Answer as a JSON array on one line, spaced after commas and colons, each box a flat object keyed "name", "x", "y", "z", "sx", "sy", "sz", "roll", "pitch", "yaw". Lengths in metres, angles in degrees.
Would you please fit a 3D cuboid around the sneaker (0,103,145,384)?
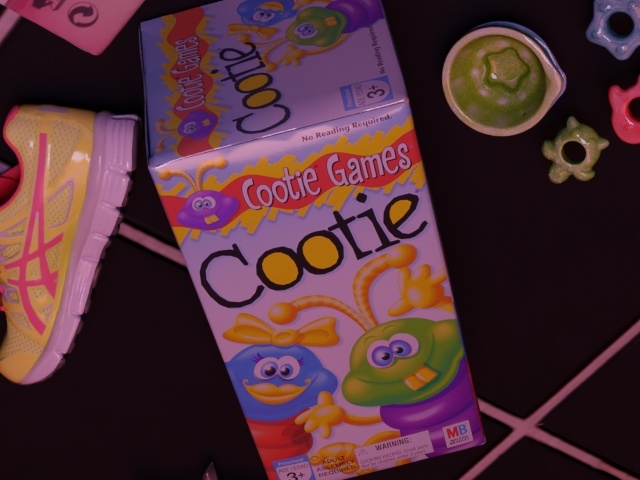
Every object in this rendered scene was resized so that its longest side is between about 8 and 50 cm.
[{"name": "sneaker", "x": -0.178, "y": -0.002, "z": 0.955, "sx": 0.094, "sy": 0.081, "sz": 0.208, "roll": 16, "pitch": 120, "yaw": -12}]

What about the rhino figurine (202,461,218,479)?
[{"name": "rhino figurine", "x": -0.050, "y": 0.242, "z": 1.176, "sx": 0.106, "sy": 0.073, "sz": 0.243, "roll": -34, "pitch": 125, "yaw": 24}]

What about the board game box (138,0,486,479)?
[{"name": "board game box", "x": 0.000, "y": 0.000, "z": 0.930, "sx": 0.142, "sy": 0.144, "sz": 0.275, "roll": -14, "pitch": 131, "yaw": 3}]

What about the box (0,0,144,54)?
[{"name": "box", "x": -0.091, "y": -0.230, "z": 0.720, "sx": 0.127, "sy": 0.148, "sz": 0.232, "roll": 29, "pitch": 121, "yaw": -28}]

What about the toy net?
[{"name": "toy net", "x": 0.181, "y": -0.129, "z": 0.882, "sx": 0.122, "sy": 0.045, "sz": 0.232, "roll": 46, "pitch": 120, "yaw": -2}]
